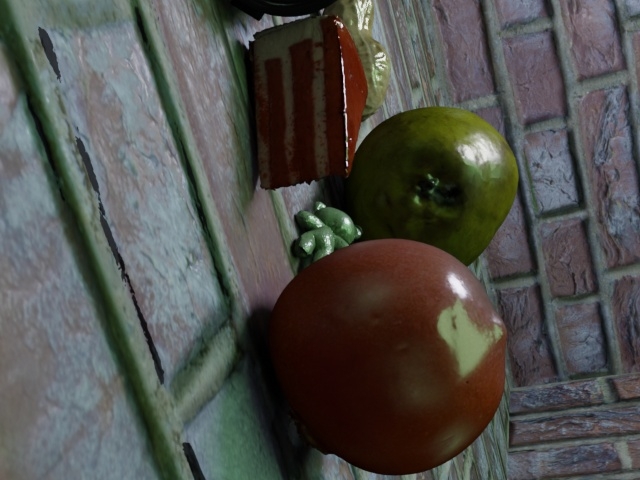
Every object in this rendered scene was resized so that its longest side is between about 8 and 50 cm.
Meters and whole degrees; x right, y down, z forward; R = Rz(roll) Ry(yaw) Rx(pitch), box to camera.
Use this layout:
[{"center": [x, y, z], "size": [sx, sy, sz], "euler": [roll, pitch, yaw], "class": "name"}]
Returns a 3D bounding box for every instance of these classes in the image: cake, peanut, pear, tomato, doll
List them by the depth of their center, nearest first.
[{"center": [0.095, 0.149, 1.047], "size": [0.321, 0.322, 0.321], "euler": [-11, 90, -72], "class": "tomato"}, {"center": [-0.012, -0.180, 1.183], "size": [0.160, 0.158, 0.261], "euler": [36, 48, -63], "class": "cake"}, {"center": [0.000, 0.000, 1.271], "size": [0.115, 0.077, 0.150], "euler": [40, 35, 0], "class": "doll"}, {"center": [0.210, -0.095, 1.530], "size": [0.413, 0.352, 0.351], "euler": [24, 57, -74], "class": "pear"}, {"center": [0.070, -0.390, 1.593], "size": [0.120, 0.136, 0.298], "euler": [9, 70, -68], "class": "peanut"}]

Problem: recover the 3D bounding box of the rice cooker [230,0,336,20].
[{"center": [-0.040, -0.456, 1.130], "size": [0.241, 0.280, 0.227], "euler": [32, 25, -6], "class": "rice cooker"}]
